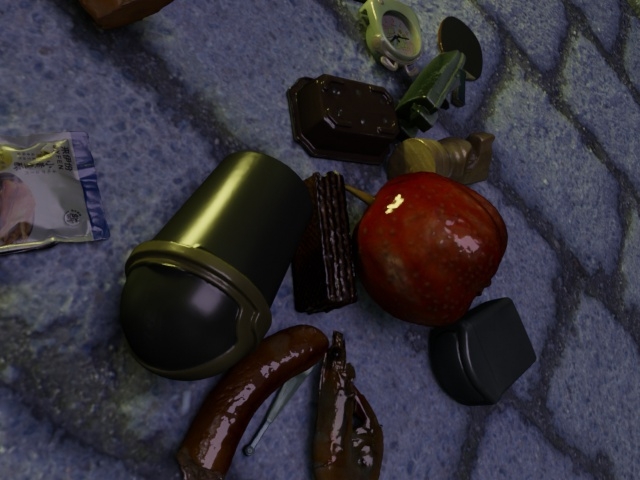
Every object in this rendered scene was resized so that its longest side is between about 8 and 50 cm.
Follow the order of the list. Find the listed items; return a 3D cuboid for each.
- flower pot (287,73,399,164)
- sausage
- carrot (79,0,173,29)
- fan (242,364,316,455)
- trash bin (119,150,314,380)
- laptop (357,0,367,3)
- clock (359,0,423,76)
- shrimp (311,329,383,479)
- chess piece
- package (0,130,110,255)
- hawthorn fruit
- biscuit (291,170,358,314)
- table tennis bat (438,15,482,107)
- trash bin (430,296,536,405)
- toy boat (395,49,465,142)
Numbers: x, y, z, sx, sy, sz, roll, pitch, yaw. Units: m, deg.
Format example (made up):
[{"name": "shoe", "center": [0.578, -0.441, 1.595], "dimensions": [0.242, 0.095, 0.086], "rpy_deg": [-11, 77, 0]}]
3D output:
[{"name": "flower pot", "center": [0.063, -0.260, 1.051], "dimensions": [0.251, 0.084, 0.179], "rpy_deg": [1, 74, -35]}, {"name": "sausage", "center": [-0.101, 0.229, 0.775], "dimensions": [0.103, 0.076, 0.302], "rpy_deg": [46, 56, -4]}, {"name": "carrot", "center": [-0.355, -0.471, 0.795], "dimensions": [0.196, 0.196, 0.254], "rpy_deg": [-42, 113, -36]}, {"name": "fan", "center": [-0.067, 0.262, 0.827], "dimensions": [0.038, 0.016, 0.193], "rpy_deg": [42, 54, -6]}, {"name": "trash bin", "center": [-0.147, 0.039, 0.728], "dimensions": [0.214, 0.214, 0.334], "rpy_deg": [40, 53, -17]}, {"name": "laptop", "center": [0.080, -0.671, 1.245], "dimensions": [0.135, 0.016, 0.197], "rpy_deg": [1, 74, -33]}, {"name": "clock", "center": [0.173, -0.479, 1.214], "dimensions": [0.151, 0.062, 0.191], "rpy_deg": [2, 74, -34]}, {"name": "shrimp", "center": [0.053, 0.300, 0.866], "dimensions": [0.152, 0.063, 0.287], "rpy_deg": [12, 71, -33]}, {"name": "chess piece", "center": [0.295, -0.172, 1.155], "dimensions": [0.301, 0.137, 0.137], "rpy_deg": [-12, 81, -40]}, {"name": "package", "center": [-0.397, -0.070, 0.707], "dimensions": [0.173, 0.027, 0.171], "rpy_deg": [-12, 81, -33]}, {"name": "hawthorn fruit", "center": [0.170, -0.009, 0.947], "dimensions": [0.330, 0.287, 0.287], "rpy_deg": [39, 55, 4]}, {"name": "biscuit", "center": [0.000, 0.000, 0.905], "dimensions": [0.070, 0.106, 0.252], "rpy_deg": [6, 71, -34]}, {"name": "table tennis bat", "center": [0.384, -0.486, 1.385], "dimensions": [0.173, 0.022, 0.301], "rpy_deg": [24, 61, -27]}, {"name": "trash bin", "center": [0.339, 0.231, 1.064], "dimensions": [0.236, 0.101, 0.176], "rpy_deg": [-20, 85, -39]}, {"name": "toy boat", "center": [0.264, -0.352, 1.182], "dimensions": [0.092, 0.141, 0.319], "rpy_deg": [42, 56, -14]}]
